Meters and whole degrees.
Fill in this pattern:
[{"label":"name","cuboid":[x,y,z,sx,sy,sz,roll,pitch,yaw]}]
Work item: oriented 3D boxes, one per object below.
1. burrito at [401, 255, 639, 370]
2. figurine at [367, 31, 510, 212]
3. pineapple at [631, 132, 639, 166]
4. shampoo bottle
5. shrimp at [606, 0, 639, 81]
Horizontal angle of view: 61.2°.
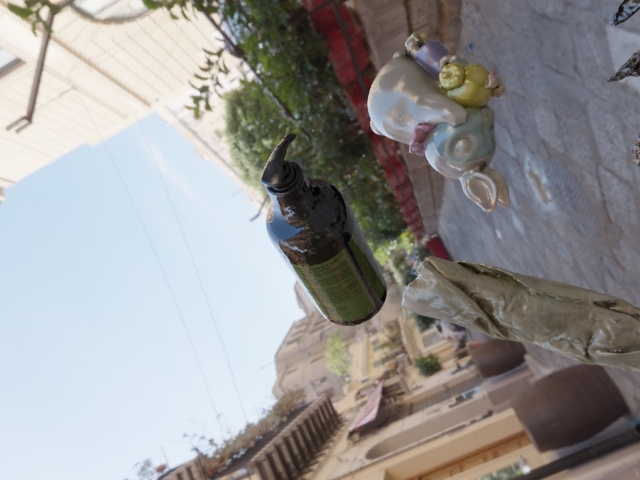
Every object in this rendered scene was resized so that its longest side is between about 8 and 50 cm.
[{"label":"burrito","cuboid":[0.310,0.102,0.740,0.117,0.392,0.076,99,-173,-45]},{"label":"figurine","cuboid":[0.183,-0.158,0.728,0.235,0.155,0.127,43,-158,25]},{"label":"pineapple","cuboid":[0.558,-0.189,0.870,0.221,0.083,0.103,72,-178,-52]},{"label":"shampoo bottle","cuboid":[0.000,0.000,0.648,0.284,0.101,0.101,59,-171,-49]},{"label":"shrimp","cuboid":[0.668,-0.441,1.048,0.365,0.233,0.071,128,151,-61]}]
